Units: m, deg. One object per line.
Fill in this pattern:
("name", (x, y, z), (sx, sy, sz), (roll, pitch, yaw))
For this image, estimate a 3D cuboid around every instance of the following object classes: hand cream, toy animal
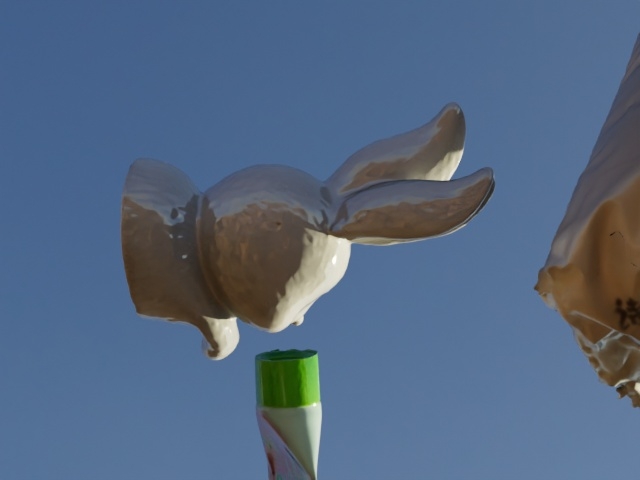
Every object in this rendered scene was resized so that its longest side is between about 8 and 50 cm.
("hand cream", (-0.019, 0.222, 1.258), (0.050, 0.079, 0.275), (-3, -85, 1))
("toy animal", (-0.002, -0.001, 1.009), (0.220, 0.104, 0.131), (-6, -66, 4))

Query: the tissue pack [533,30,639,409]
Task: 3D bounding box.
("tissue pack", (0.338, -0.059, 0.937), (0.375, 0.390, 0.195), (-8, -50, 31))
